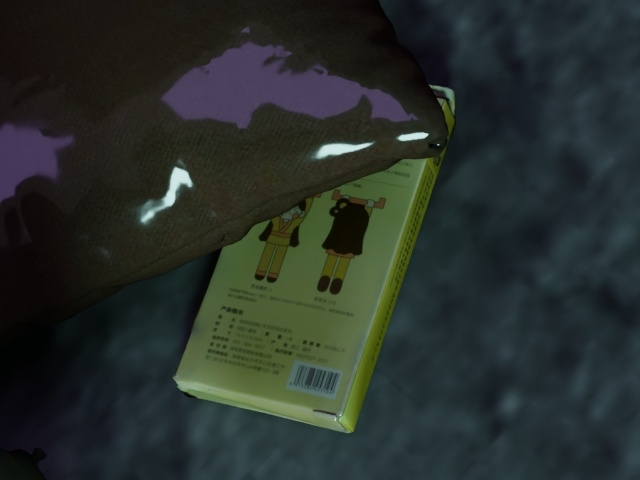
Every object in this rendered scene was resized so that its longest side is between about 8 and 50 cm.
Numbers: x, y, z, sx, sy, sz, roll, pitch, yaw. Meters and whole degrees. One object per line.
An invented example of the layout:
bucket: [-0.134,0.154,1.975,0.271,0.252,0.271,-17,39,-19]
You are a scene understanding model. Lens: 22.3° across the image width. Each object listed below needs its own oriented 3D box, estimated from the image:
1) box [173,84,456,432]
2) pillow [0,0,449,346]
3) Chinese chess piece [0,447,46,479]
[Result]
box: [0.000,0.000,0.645,0.073,0.020,0.149,12,68,21]
pillow: [-0.126,-0.090,0.669,0.307,0.108,0.305,-25,57,6]
Chinese chess piece: [-0.237,0.142,0.456,0.349,0.349,0.147,-6,81,13]
